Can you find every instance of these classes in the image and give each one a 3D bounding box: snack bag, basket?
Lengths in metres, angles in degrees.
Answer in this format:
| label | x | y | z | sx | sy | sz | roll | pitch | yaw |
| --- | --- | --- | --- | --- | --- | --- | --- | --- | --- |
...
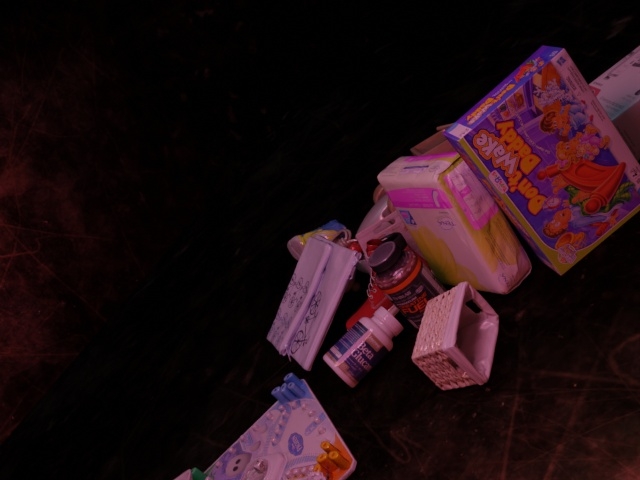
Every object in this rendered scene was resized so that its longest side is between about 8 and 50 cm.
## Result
| label | x | y | z | sx | sy | sz | roll | pitch | yaw |
| --- | --- | --- | --- | --- | --- | --- | --- | --- | --- |
| snack bag | -0.028 | 0.150 | 1.739 | 0.322 | 0.037 | 0.342 | -66 | 20 | 0 |
| basket | 0.248 | 0.179 | 1.260 | 0.103 | 0.113 | 0.167 | -28 | 25 | 39 |

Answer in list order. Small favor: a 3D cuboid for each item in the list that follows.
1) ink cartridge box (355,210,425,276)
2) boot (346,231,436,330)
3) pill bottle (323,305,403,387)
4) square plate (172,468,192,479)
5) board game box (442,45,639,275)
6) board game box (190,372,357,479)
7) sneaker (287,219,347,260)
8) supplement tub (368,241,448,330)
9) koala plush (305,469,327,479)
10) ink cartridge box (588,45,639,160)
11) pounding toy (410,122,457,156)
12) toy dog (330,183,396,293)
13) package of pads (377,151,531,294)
| label | x | y | z | sx | sy | sz | roll | pitch | yaw |
| --- | --- | --- | --- | --- | --- | --- | --- | --- | --- |
| ink cartridge box | 0.163 | 0.011 | 1.599 | 0.146 | 0.179 | 0.045 | -31 | 33 | -6 |
| boot | 0.120 | 0.095 | 1.558 | 0.244 | 0.176 | 0.088 | -41 | 24 | 8 |
| pill bottle | 0.095 | 0.224 | 1.466 | 0.169 | 0.094 | 0.094 | -45 | 21 | -5 |
| square plate | -0.386 | 0.694 | 1.410 | 0.344 | 0.049 | 0.347 | -41 | 25 | 28 |
| board game box | 0.419 | -0.137 | 1.237 | 0.233 | 0.347 | 0.078 | -42 | 22 | 5 |
| board game box | -0.137 | 0.491 | 1.426 | 0.390 | 0.050 | 0.390 | -44 | 21 | -3 |
| sneaker | 0.000 | 0.000 | 2.110 | 0.126 | 0.091 | 0.240 | -34 | 13 | -32 |
| supplement tub | 0.184 | 0.093 | 1.416 | 0.106 | 0.198 | 0.106 | -37 | 22 | 17 |
| koala plush | 0.026 | 0.471 | 1.014 | 0.203 | 0.196 | 0.221 | -27 | 23 | 7 |
| ink cartridge box | 0.687 | -0.312 | 1.414 | 0.283 | 0.117 | 0.207 | -39 | 21 | 11 |
| pounding toy | 0.370 | -0.268 | 1.942 | 0.206 | 0.094 | 0.181 | -31 | 17 | 4 |
| toy dog | 0.164 | 0.002 | 1.758 | 0.333 | 0.161 | 0.220 | -49 | 19 | 27 |
| package of pads | 0.269 | -0.036 | 1.376 | 0.101 | 0.296 | 0.229 | -40 | 19 | -18 |
